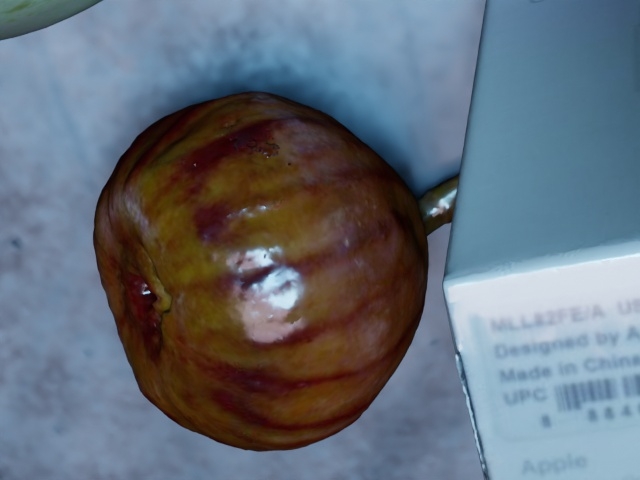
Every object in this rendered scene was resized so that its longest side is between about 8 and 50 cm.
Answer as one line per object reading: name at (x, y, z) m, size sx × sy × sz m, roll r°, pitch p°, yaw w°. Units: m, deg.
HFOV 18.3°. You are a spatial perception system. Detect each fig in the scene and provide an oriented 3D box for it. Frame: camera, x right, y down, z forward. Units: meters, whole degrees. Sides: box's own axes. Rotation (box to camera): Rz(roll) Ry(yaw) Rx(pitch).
fig at (-0.016, -0.002, 0.711) m, size 0.128 × 0.150 × 0.128 m, roll 24°, pitch 152°, yaw 14°

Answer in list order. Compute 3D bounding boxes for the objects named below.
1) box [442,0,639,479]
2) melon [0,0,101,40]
box at (0.151, -0.017, 0.592) m, size 0.203 × 0.252 × 0.106 m, roll -10°, pitch 115°, yaw 13°
melon at (-0.153, -0.197, 0.527) m, size 0.330 × 0.268 × 0.268 m, roll 31°, pitch 121°, yaw 15°
